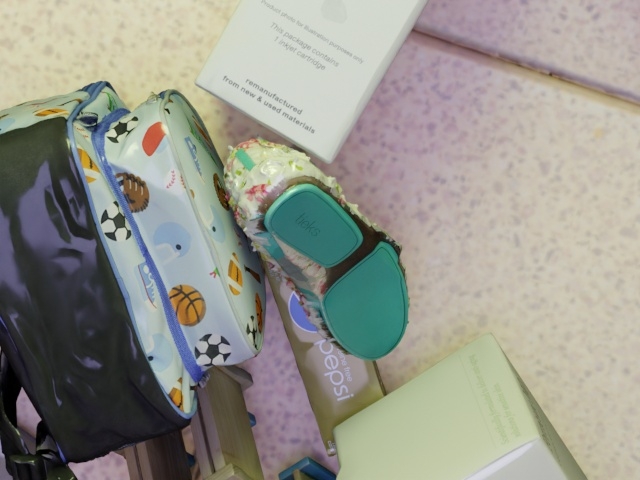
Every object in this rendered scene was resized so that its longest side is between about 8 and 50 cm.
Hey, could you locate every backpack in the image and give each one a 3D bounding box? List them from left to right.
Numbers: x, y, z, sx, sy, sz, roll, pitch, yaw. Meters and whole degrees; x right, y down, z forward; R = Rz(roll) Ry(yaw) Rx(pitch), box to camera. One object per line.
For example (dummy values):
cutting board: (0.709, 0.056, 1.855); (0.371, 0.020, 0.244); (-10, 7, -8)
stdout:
backpack: (-0.157, 0.002, 1.278); (0.213, 0.263, 0.277); (-16, 106, -3)

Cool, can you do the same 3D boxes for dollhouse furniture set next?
dollhouse furniture set: (-0.075, 0.198, 1.397); (0.129, 0.129, 0.183); (-33, 136, 18)

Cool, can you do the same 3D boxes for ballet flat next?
ballet flat: (0.000, 0.000, 1.275); (0.091, 0.241, 0.077); (-38, 52, -5)

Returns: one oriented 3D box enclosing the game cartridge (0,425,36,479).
game cartridge: (-0.417, 0.149, 1.411); (0.355, 0.068, 0.230); (37, 94, -5)

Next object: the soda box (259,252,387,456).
soda box: (0.005, 0.071, 1.386); (0.058, 0.061, 0.181); (-18, 99, 3)

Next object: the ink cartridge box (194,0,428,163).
ink cartridge box: (0.031, -0.207, 1.270); (0.114, 0.197, 0.273); (31, 98, -4)

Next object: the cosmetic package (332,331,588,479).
cosmetic package: (0.169, 0.276, 1.321); (0.155, 0.197, 0.366); (-31, 110, 6)
